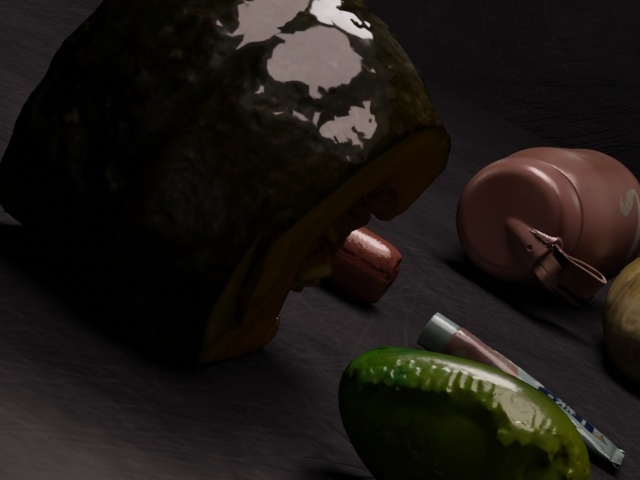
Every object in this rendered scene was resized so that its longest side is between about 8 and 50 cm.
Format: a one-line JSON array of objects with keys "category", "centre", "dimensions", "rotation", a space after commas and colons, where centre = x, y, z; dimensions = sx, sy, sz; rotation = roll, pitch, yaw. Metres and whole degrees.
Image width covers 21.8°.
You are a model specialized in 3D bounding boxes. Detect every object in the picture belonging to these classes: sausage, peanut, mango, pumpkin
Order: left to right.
[{"category": "pumpkin", "centre": [-0.065, -0.068, 1.215], "dimensions": [0.225, 0.303, 0.256], "rotation": [39, -12, 17]}, {"category": "sausage", "centre": [0.000, 0.000, 1.533], "dimensions": [0.154, 0.062, 0.062], "rotation": [30, 13, 11]}, {"category": "mango", "centre": [0.093, 0.129, 1.086], "dimensions": [0.178, 0.119, 0.100], "rotation": [30, 31, 4]}, {"category": "peanut", "centre": [0.375, 0.084, 1.823], "dimensions": [0.122, 0.137, 0.253], "rotation": [33, 11, 0]}]

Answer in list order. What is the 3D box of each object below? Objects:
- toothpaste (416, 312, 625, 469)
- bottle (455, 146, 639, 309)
[{"category": "toothpaste", "centre": [0.177, 0.133, 1.448], "dimensions": [0.205, 0.036, 0.056], "rotation": [34, 14, 10]}, {"category": "bottle", "centre": [0.279, -0.015, 1.943], "dimensions": [0.206, 0.173, 0.297], "rotation": [51, 19, 17]}]
